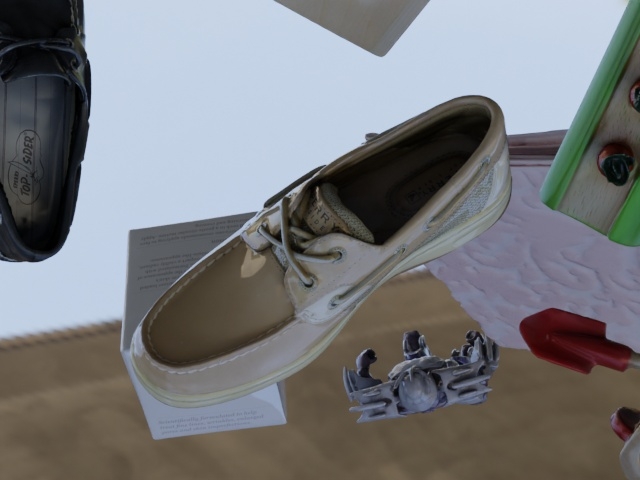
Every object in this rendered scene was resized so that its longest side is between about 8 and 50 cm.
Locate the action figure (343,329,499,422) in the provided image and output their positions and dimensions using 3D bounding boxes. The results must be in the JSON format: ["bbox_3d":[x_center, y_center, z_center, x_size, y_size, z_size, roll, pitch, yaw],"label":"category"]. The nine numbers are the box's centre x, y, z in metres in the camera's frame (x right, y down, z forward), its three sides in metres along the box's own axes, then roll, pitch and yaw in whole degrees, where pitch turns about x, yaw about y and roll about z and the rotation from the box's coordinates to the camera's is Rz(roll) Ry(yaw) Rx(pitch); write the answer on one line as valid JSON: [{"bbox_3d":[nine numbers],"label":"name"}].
[{"bbox_3d":[0.125,0.158,1.914,0.185,0.099,0.285,-4,178,12],"label":"action figure"}]

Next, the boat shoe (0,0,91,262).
[{"bbox_3d":[-0.264,-0.139,1.465,0.127,0.340,0.113,3,-168,-27],"label":"boat shoe"}]

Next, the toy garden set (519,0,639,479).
[{"bbox_3d":[0.180,0.039,0.557,0.244,0.203,0.049,29,-155,16],"label":"toy garden set"}]

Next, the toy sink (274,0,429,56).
[{"bbox_3d":[0.050,-0.308,1.432,0.131,0.153,0.234,27,-136,-17],"label":"toy sink"}]

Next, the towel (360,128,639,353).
[{"bbox_3d":[0.225,0.008,1.392,0.317,0.053,0.332,2,150,37],"label":"towel"}]

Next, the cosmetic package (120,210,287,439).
[{"bbox_3d":[-0.121,0.091,1.734,0.151,0.151,0.183,-7,-135,5],"label":"cosmetic package"}]

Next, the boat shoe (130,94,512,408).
[{"bbox_3d":[0.000,0.000,1.090,0.302,0.098,0.109,-31,-118,-13],"label":"boat shoe"}]
